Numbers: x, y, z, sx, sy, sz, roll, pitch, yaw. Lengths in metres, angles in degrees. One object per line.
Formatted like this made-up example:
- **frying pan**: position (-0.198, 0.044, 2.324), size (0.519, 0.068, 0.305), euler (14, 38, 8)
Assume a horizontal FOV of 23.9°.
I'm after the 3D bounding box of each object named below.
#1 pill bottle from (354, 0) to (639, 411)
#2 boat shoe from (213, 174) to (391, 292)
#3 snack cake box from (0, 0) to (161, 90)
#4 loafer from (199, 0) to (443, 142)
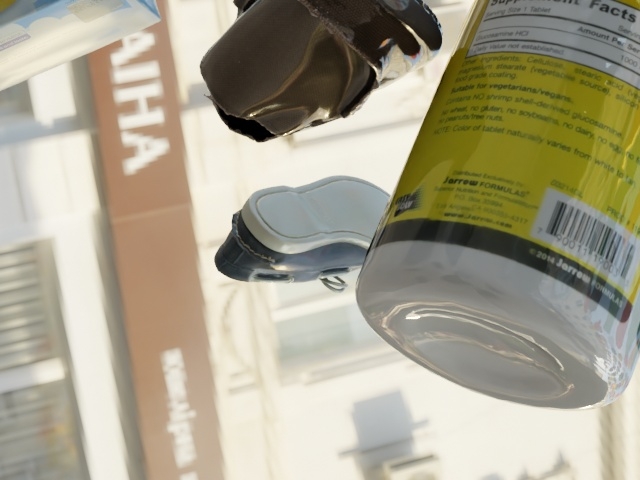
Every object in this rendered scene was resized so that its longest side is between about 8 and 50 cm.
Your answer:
- **pill bottle**: position (0.165, -0.070, 1.023), size (0.334, 0.188, 0.188), euler (-66, -171, -21)
- **boat shoe**: position (0.000, 0.000, 1.423), size (0.079, 0.254, 0.095), euler (-47, -109, 29)
- **snack cake box**: position (-0.216, -0.235, 0.947), size (0.089, 0.152, 0.264), euler (31, 38, -71)
- **loafer**: position (-0.012, -0.128, 1.096), size (0.134, 0.130, 0.366), euler (46, -8, 1)
